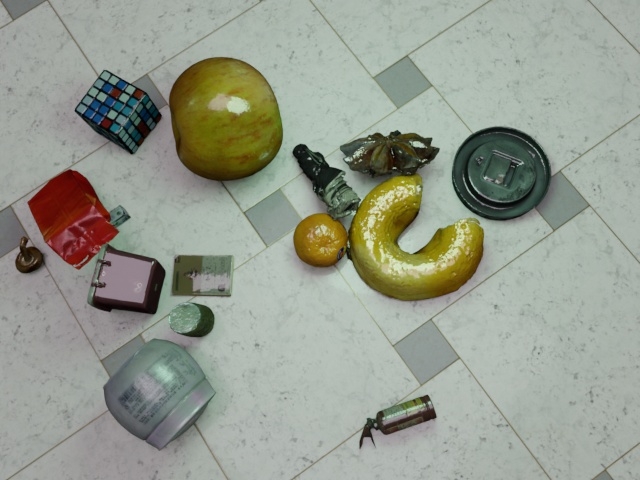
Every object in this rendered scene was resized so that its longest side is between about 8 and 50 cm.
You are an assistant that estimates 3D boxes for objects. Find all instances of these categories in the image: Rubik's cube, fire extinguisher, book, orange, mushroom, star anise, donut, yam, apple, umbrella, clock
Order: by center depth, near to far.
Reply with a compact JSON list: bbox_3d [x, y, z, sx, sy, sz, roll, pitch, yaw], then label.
[{"bbox_3d":[0.226,0.555,1.771,0.252,0.075,0.106,-19,76,-2],"label":"fire extinguisher"},{"bbox_3d":[-0.399,0.245,1.824,0.108,0.194,0.107,-1,79,4],"label":"yam"},{"bbox_3d":[0.288,0.002,1.858,0.435,0.163,0.377,38,82,11],"label":"donut"},{"bbox_3d":[-0.312,-0.373,1.861,0.334,0.400,0.400,-30,76,-26],"label":"apple"},{"bbox_3d":[0.001,-0.001,1.875,0.178,0.155,0.177,-8,118,-16],"label":"orange"},{"bbox_3d":[0.219,-0.277,1.895,0.332,0.331,0.117,0,115,3],"label":"star anise"},{"bbox_3d":[0.002,-0.210,1.898,0.113,0.106,0.357,-30,51,-7],"label":"umbrella"},{"bbox_3d":[0.591,-0.221,1.944,0.319,0.066,0.318,-1,77,3],"label":"clock"},{"bbox_3d":[-0.388,0.115,1.945,0.199,0.016,0.138,1,76,4],"label":"book"},{"bbox_3d":[-0.970,0.045,1.962,0.088,0.073,0.129,19,112,22],"label":"mushroom"},{"bbox_3d":[-0.685,-0.435,2.010,0.184,0.187,0.182,31,79,7],"label":"Rubik's cube"}]

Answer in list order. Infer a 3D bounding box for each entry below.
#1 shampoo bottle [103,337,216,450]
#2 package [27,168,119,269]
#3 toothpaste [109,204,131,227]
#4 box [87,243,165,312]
[{"bbox_3d":[-0.472,0.451,1.738,0.273,0.273,0.266,-44,88,-7],"label":"shampoo bottle"},{"bbox_3d":[-0.794,-0.084,1.878,0.196,0.123,0.423,-44,45,-4],"label":"package"},{"bbox_3d":[-0.741,-0.043,1.992,0.196,0.040,0.047,-36,73,-6],"label":"toothpaste"},{"bbox_3d":[-0.589,0.131,1.823,0.168,0.294,0.193,9,78,-6],"label":"box"}]
